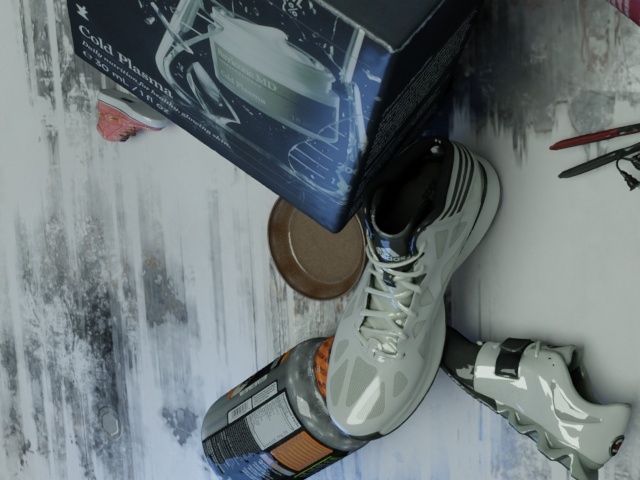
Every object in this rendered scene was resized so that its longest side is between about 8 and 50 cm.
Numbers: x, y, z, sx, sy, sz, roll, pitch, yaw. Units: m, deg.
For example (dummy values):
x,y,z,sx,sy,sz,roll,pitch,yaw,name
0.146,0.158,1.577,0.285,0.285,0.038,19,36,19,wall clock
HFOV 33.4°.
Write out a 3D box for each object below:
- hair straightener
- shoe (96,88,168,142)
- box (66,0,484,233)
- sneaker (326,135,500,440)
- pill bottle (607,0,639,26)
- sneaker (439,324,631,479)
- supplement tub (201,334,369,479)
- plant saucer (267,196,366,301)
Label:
x,y,z,sx,sy,sz,roll,pitch,yaw,name
0.418,-0.112,1.398,0.231,0.047,0.089,-13,93,34,hair straightener
-0.343,-0.212,1.931,0.178,0.064,0.081,27,117,35,shoe
-0.060,-0.327,1.344,0.480,0.297,0.471,35,156,8,box
0.084,0.057,1.455,0.169,0.257,0.447,22,89,27,sneaker
0.404,-0.283,1.040,0.392,0.224,0.224,46,124,20,pill bottle
0.297,0.190,1.524,0.331,0.122,0.146,36,101,29,sneaker
-0.033,0.281,1.729,0.316,0.194,0.193,-36,78,36,supplement tub
0.000,0.000,1.737,0.199,0.036,0.198,9,105,36,plant saucer
